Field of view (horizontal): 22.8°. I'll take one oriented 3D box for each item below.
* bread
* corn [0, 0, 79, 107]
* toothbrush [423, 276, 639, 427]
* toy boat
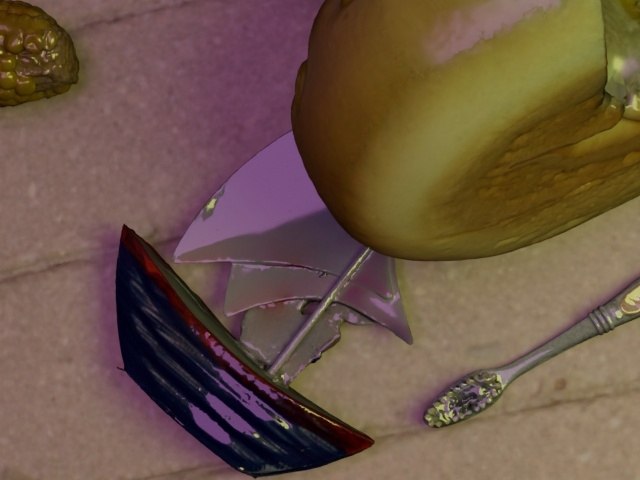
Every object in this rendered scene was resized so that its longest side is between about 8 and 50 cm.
[{"bbox_3d":[0.134,-0.114,0.952,0.333,0.333,0.160,-29,66,9],"label":"bread"},{"bbox_3d":[-0.303,-0.137,1.151,0.262,0.097,0.097,4,87,12],"label":"corn"},{"bbox_3d":[0.230,0.028,1.049,0.375,0.037,0.028,-31,83,6],"label":"toothbrush"},{"bbox_3d":[-0.029,0.002,1.094,0.219,0.072,0.318,15,86,10],"label":"toy boat"}]
